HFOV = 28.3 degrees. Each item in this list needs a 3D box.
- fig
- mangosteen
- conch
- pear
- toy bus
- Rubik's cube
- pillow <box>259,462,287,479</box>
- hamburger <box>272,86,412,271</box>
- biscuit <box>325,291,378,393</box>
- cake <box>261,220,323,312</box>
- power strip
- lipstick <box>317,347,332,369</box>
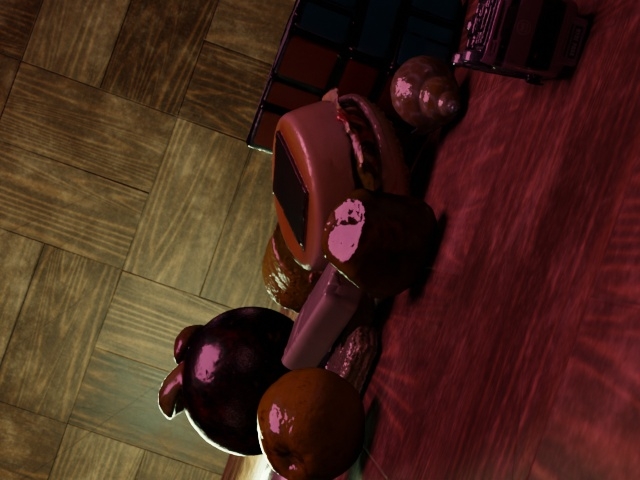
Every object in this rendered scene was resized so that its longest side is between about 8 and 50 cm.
[{"bbox_3d":[0.074,0.009,1.686,0.154,0.144,0.165,-58,-11,-31],"label":"fig"},{"bbox_3d":[-0.141,0.251,2.299,0.288,0.288,0.288,-161,90,-85],"label":"mangosteen"},{"bbox_3d":[0.159,-0.217,1.884,0.173,0.106,0.116,42,-134,-76],"label":"conch"},{"bbox_3d":[-0.014,0.245,1.671,0.162,0.149,0.149,-63,-4,-60],"label":"pear"},{"bbox_3d":[0.203,-0.214,1.321,0.199,0.108,0.096,-92,18,-83],"label":"toy bus"},{"bbox_3d":[0.062,-0.297,2.186,0.293,0.283,0.288,120,170,-49],"label":"Rubik's cube"},{"bbox_3d":[-0.049,0.369,1.988,0.254,0.078,0.144,118,170,-65],"label":"pillow"},{"bbox_3d":[0.032,-0.085,2.008,0.302,0.170,0.302,171,90,-74],"label":"hamburger"},{"bbox_3d":[0.046,0.170,1.914,0.250,0.046,0.147,-83,13,-69],"label":"biscuit"},{"bbox_3d":[0.000,0.000,2.314,0.156,0.179,0.260,118,170,-56],"label":"cake"},{"bbox_3d":[0.004,0.117,1.961,0.338,0.058,0.098,121,168,-60],"label":"power strip"},{"bbox_3d":[0.012,0.209,2.227,0.037,0.037,0.116,-84,11,-70],"label":"lipstick"}]
